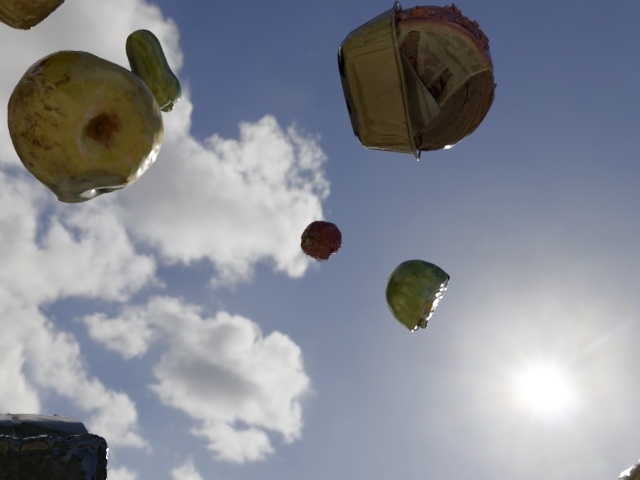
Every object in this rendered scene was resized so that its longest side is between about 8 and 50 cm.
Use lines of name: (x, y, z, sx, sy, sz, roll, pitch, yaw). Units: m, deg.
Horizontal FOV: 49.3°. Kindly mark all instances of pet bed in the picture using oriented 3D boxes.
pet bed: (-0.352, 0.293, 0.781, 0.211, 0.183, 0.159, 13, 3, -34)

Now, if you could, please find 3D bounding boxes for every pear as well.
pear: (-0.408, -0.203, 1.207, 0.271, 0.271, 0.271, 13, -38, 10)

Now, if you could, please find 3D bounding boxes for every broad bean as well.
broad bean: (-0.355, -0.357, 1.482, 0.124, 0.082, 0.174, -12, -81, 59)

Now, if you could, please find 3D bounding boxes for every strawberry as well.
strawberry: (-0.001, -0.001, 1.635, 0.106, 0.106, 0.106, 13, -38, 10)

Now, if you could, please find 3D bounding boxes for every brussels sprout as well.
brussels sprout: (0.193, 0.111, 1.493, 0.122, 0.151, 0.149, 26, -1, 22)

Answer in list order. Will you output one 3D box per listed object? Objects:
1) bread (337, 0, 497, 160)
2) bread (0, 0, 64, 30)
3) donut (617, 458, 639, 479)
bread: (0.142, -0.226, 0.999, 0.212, 0.142, 0.224, -4, -59, 19)
bread: (-0.514, -0.465, 1.226, 0.153, 0.288, 0.119, -37, -55, 7)
donut: (0.355, 0.362, 0.752, 0.163, 0.378, 0.435, 43, -61, 34)
